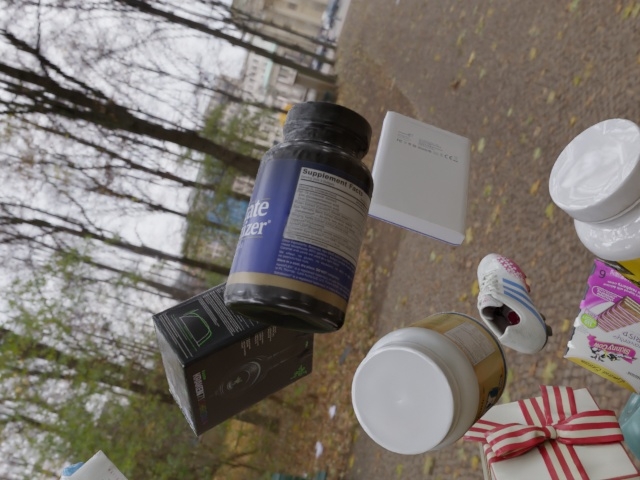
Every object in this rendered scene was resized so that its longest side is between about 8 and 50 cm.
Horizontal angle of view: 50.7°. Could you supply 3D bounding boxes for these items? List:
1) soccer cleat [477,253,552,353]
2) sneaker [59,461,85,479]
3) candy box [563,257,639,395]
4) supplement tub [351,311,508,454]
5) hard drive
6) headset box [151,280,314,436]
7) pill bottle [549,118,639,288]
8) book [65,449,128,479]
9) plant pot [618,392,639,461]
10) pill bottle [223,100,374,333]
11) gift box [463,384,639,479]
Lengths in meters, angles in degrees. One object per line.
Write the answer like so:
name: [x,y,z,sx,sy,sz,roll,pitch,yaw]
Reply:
soccer cleat: [0.429,0.131,1.614,0.331,0.143,0.116,-107,37,-53]
sneaker: [-0.328,0.392,0.966,0.237,0.085,0.086,104,150,-48]
candy box: [0.576,0.154,1.282,0.071,0.159,0.233,-24,-51,-42]
supplement tub: [0.137,0.170,0.827,0.200,0.144,0.144,-7,-62,-60]
hard drive: [0.219,-0.143,1.463,0.040,0.210,0.318,113,174,-47]
headset box: [-0.146,0.196,1.271,0.131,0.283,0.246,47,150,34]
pill bottle: [0.488,-0.023,0.954,0.188,0.334,0.187,-45,27,30]
book: [-0.207,0.257,0.550,0.144,0.096,0.035,-42,-21,-26]
plant pot: [0.742,0.365,1.332,0.293,0.235,0.293,-48,-22,-26]
pill bottle: [-0.014,-0.024,0.690,0.123,0.123,0.219,123,161,-72]
gift box: [0.403,0.417,1.223,0.276,0.255,0.258,-106,2,-63]
